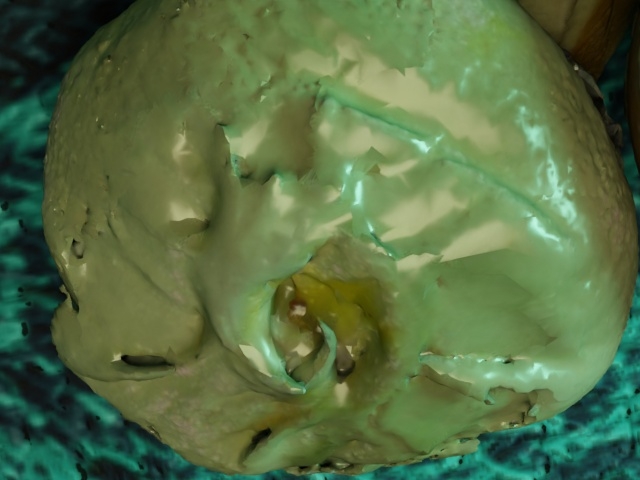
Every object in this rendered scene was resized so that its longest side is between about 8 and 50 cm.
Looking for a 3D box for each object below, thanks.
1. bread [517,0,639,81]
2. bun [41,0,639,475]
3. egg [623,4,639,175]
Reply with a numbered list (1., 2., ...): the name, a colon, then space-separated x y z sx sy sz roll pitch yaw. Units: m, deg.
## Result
1. bread: 0.121 -0.150 0.772 0.053 0.073 0.214 35 109 24
2. bun: 0.000 0.000 0.755 0.239 0.141 0.239 4 122 7
3. egg: 0.220 -0.072 0.737 0.203 0.203 0.245 26 75 -16
